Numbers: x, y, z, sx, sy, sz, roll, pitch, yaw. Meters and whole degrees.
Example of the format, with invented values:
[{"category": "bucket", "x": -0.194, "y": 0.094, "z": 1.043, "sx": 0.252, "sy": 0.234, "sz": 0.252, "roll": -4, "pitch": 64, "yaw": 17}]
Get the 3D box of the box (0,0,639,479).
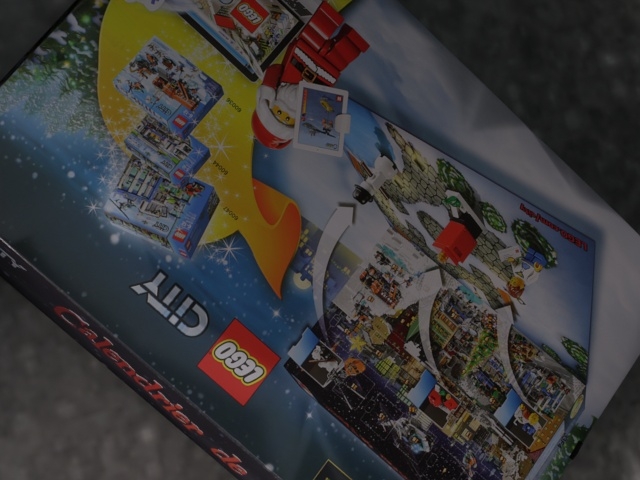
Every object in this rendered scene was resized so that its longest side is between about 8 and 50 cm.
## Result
[{"category": "box", "x": 0.000, "y": 0.000, "z": 0.496, "sx": 0.233, "sy": 0.044, "sz": 0.159, "roll": 43, "pitch": 69, "yaw": -11}]
